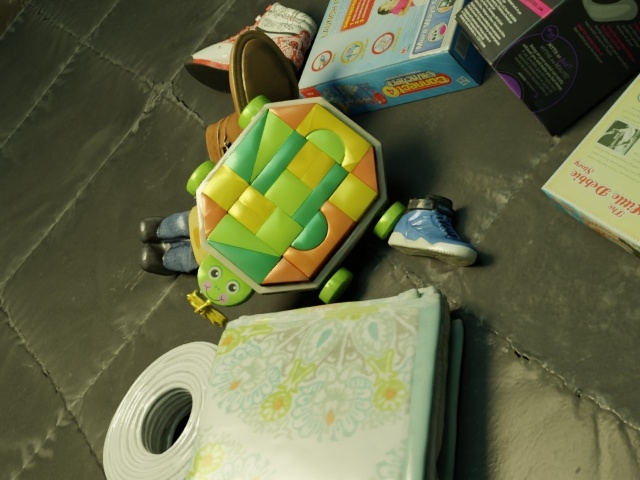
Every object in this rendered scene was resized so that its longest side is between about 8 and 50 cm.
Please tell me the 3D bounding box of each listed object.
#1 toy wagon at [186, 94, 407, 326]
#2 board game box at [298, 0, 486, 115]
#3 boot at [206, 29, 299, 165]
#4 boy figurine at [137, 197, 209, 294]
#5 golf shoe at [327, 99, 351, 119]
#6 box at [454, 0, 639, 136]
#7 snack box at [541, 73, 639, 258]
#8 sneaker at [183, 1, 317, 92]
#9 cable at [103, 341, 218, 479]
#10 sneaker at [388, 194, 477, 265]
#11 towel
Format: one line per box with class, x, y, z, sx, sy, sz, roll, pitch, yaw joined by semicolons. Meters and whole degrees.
toy wagon;-0.060;-0.027;1.571;0.267;0.068;0.344;39;89;11
board game box;0.139;-0.356;1.771;0.302;0.086;0.308;-8;53;43
boot;-0.111;-0.182;1.750;0.109;0.283;0.220;-31;21;-23
boy figurine;-0.168;-0.005;1.767;0.285;0.092;0.177;-11;77;46
golf shoe;-0.046;-0.165;1.806;0.198;0.077;0.093;-8;53;44
box;0.336;-0.295;1.442;0.270;0.165;0.143;-39;38;14
snack box;0.409;-0.057;1.245;0.187;0.060;0.322;-49;36;1
sneaker;-0.121;-0.348;2.038;0.270;0.090;0.145;7;63;45
cable;-0.192;0.264;1.568;0.257;0.089;0.257;-49;36;2
sneaker;0.156;-0.019;1.478;0.152;0.058;0.084;12;76;57
towel;0.002;0.233;1.349;0.321;0.090;0.374;-11;47;25
